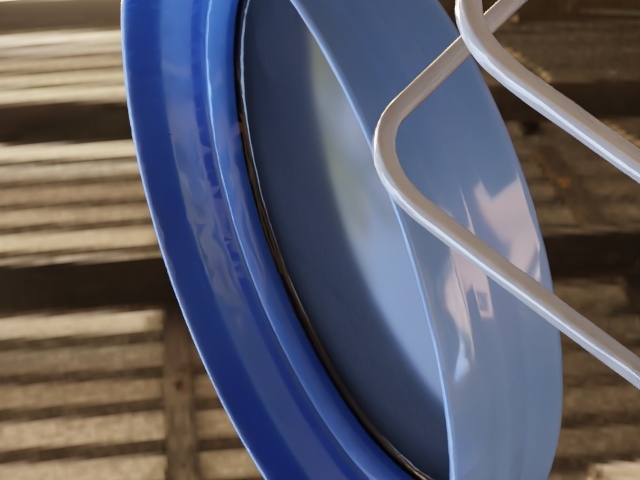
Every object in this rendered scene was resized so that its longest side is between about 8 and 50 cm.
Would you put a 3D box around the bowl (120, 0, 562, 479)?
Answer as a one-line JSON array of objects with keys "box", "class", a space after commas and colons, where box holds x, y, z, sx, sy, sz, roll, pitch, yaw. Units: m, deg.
[{"box": [0.000, 0.000, 0.807, 0.077, 0.391, 0.391, -19, -149, -21], "class": "bowl"}]

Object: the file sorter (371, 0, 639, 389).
[{"box": [0.159, -0.096, 0.374, 0.173, 0.277, 0.193, 38, -130, 9], "class": "file sorter"}]
